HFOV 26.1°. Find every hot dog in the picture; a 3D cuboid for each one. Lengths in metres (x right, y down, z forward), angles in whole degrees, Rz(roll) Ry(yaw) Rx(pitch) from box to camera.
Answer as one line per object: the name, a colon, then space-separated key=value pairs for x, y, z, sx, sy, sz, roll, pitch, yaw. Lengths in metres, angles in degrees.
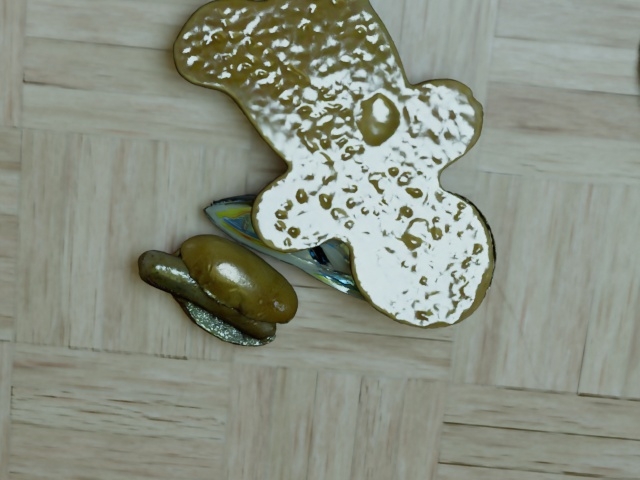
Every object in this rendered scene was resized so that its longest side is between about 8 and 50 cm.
hot dog: x=-0.089 y=0.041 z=1.201 sx=0.140 sy=0.060 sz=0.090 roll=42 pitch=129 yaw=-15

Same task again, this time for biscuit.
biscuit: x=0.026 y=-0.078 z=1.149 sx=0.216 sy=0.047 sz=0.339 roll=-36 pitch=93 yaw=-3

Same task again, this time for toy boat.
toy boat: x=0.000 y=0.000 z=1.198 sx=0.210 sy=0.066 sz=0.084 roll=14 pitch=104 yaw=-3
